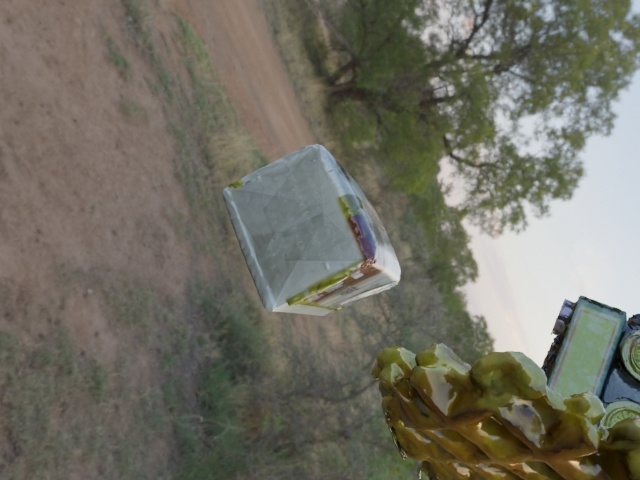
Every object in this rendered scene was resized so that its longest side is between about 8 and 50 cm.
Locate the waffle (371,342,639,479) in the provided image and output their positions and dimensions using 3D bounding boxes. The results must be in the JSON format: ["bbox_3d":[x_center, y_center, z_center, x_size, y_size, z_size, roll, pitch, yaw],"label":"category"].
[{"bbox_3d":[0.191,0.201,0.534,0.068,0.302,0.325,-58,144,-27],"label":"waffle"}]

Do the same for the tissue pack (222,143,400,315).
[{"bbox_3d":[0.000,-0.001,0.511,0.106,0.099,0.148,68,11,13],"label":"tissue pack"}]

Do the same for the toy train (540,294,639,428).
[{"bbox_3d":[0.409,0.217,0.890,0.261,0.177,0.134,-61,157,-19],"label":"toy train"}]
